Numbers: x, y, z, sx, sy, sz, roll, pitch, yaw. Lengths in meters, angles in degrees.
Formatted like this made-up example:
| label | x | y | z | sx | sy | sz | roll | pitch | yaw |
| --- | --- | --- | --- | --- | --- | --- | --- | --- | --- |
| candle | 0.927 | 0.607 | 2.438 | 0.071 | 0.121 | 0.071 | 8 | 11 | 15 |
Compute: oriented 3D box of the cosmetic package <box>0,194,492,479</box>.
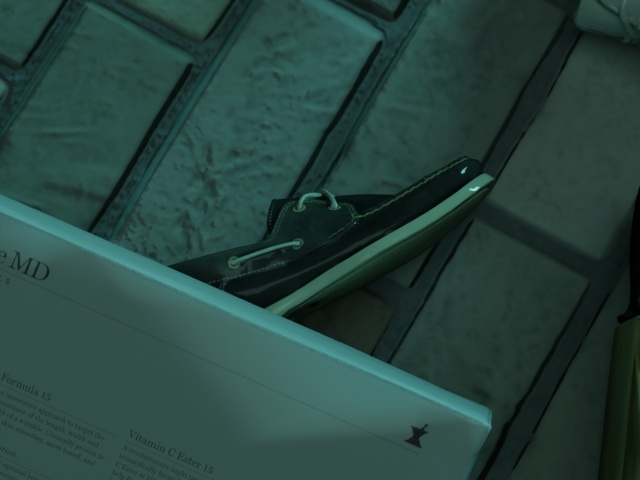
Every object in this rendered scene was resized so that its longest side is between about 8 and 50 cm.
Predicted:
| label | x | y | z | sx | sy | sz | roll | pitch | yaw |
| --- | --- | --- | --- | --- | --- | --- | --- | --- | --- |
| cosmetic package | -0.126 | 0.156 | 1.021 | 0.377 | 0.097 | 0.284 | 24 | 95 | 5 |

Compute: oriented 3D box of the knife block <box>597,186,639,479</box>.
| label | x | y | z | sx | sy | sz | roll | pitch | yaw |
| --- | --- | --- | --- | --- | --- | --- | --- | --- | --- |
| knife block | 0.221 | 0.097 | 1.062 | 0.088 | 0.276 | 0.242 | 7 | 39 | 3 |

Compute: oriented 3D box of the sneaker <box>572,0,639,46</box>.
| label | x | y | z | sx | sy | sz | roll | pitch | yaw |
| --- | --- | --- | --- | --- | --- | --- | --- | --- | --- |
| sneaker | 0.228 | -0.149 | 1.142 | 0.115 | 0.090 | 0.232 | -29 | 69 | 0 |

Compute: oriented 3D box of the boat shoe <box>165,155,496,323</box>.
| label | x | y | z | sx | sy | sz | roll | pitch | yaw |
| --- | --- | --- | --- | --- | --- | --- | --- | --- | --- |
| boat shoe | 0.000 | 0.000 | 1.098 | 0.233 | 0.084 | 0.079 | -27 | 78 | -4 |
